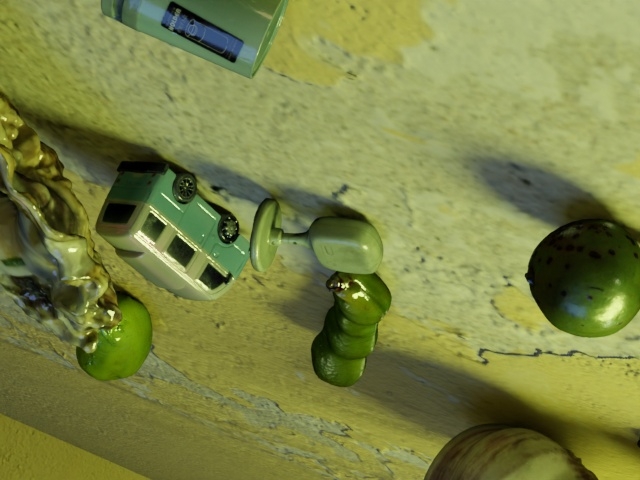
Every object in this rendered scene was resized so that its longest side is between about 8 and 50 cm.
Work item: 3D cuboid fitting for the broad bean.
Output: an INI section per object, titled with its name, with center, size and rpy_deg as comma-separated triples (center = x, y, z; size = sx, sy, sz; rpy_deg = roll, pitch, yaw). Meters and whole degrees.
[broad bean]
center = 0.024, 0.072, 0.962
size = 0.052, 0.052, 0.256
rpy_deg = 60, 167, 18

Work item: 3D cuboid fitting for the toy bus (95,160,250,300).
[toy bus]
center = -0.113, -0.001, 0.902
size = 0.060, 0.075, 0.123
rpy_deg = 6, 152, 42

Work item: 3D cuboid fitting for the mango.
[mango]
center = -0.225, 0.110, 1.281
size = 0.074, 0.091, 0.165
rpy_deg = 36, 161, 2

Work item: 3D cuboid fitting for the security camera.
[security camera]
center = 0.000, 0.000, 0.830
size = 0.092, 0.058, 0.058
rpy_deg = 7, 155, 14

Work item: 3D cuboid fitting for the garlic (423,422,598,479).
[garlic]
center = 0.168, 0.305, 1.047
size = 0.245, 0.253, 0.245
rpy_deg = 39, -179, -1

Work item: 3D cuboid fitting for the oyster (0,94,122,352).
[oyster]
center = -0.247, -0.072, 0.841
size = 0.201, 0.107, 0.355
rpy_deg = 10, 131, 39

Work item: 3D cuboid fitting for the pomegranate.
[pomegranate]
center = 0.161, 0.017, 0.660
size = 0.084, 0.073, 0.073
rpy_deg = -26, 136, 18

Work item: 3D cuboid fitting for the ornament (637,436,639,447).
[ornament]
center = 0.330, 0.281, 0.912
size = 0.166, 0.196, 0.153
rpy_deg = 36, 158, -29

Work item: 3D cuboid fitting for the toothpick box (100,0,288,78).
[toothpick box]
center = -0.063, -0.121, 0.589
size = 0.083, 0.052, 0.052
rpy_deg = 24, 159, 0
